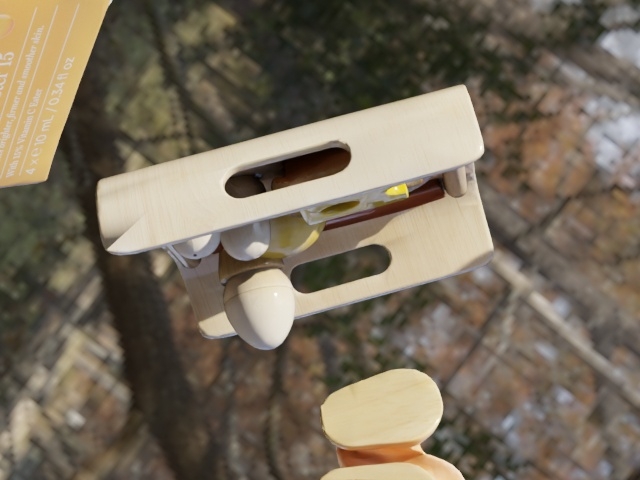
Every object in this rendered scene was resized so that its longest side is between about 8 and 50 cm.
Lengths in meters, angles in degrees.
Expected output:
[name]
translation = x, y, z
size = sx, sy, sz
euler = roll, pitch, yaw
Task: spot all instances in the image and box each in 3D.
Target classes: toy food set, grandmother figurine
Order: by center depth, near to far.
[toy food set]
translation = 0.000, 0.000, 1.127
size = 0.219, 0.092, 0.306
euler = -15, 168, 3
[grandmother figurine]
translation = 0.055, 0.246, 1.172
size = 0.342, 0.104, 0.208
euler = 79, 21, -49

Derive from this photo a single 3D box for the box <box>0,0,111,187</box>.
[box]
translation = -0.353, -0.149, 1.265
size = 0.345, 0.168, 0.215
euler = -10, 146, -32
